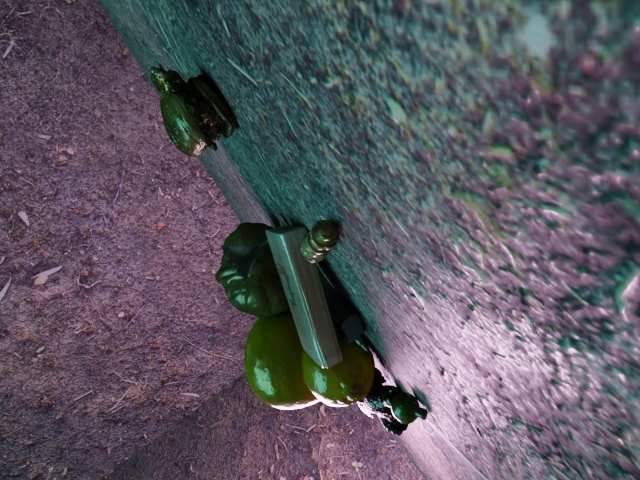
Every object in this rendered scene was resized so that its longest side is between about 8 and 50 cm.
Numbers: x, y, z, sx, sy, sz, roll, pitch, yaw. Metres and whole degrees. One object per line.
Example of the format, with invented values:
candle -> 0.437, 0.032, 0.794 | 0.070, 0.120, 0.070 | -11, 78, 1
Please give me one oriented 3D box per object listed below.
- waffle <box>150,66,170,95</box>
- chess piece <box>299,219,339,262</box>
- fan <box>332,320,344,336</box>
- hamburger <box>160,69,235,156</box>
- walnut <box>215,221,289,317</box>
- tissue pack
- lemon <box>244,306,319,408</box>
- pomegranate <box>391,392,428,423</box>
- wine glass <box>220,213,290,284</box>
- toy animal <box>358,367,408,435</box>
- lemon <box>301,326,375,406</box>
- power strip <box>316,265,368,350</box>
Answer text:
waffle -> -0.562, -0.540, 1.662 | 0.223, 0.054, 0.204 | 60, 170, -28
chess piece -> -0.001, 0.000, 0.765 | 0.060, 0.060, 0.172 | 55, 168, 4
fan -> 0.031, 0.196, 1.069 | 0.083, 0.004, 0.056 | 55, 172, 8
hamburger -> -0.269, -0.269, 0.930 | 0.185, 0.131, 0.159 | 62, 166, -14
walnut -> -0.189, 0.091, 1.389 | 0.253, 0.282, 0.277 | 17, 165, -7
tissue pack -> -0.041, 0.125, 1.057 | 0.170, 0.071, 0.326 | 13, 120, 69
lemon -> -0.092, 0.376, 1.469 | 0.348, 0.348, 0.348 | 53, 170, 14
pomegranate -> 0.205, 0.389, 1.043 | 0.084, 0.073, 0.073 | -36, 89, 44
wine glass -> -0.158, 0.016, 1.186 | 0.122, 0.182, 0.122 | 55, 168, 17
toy animal -> 0.171, 0.455, 1.254 | 0.219, 0.116, 0.179 | 60, 172, 13
lemon -> 0.047, 0.341, 1.224 | 0.204, 0.204, 0.260 | 59, 172, -22
power strip -> 0.043, 0.178, 1.142 | 0.253, 0.054, 0.168 | 48, 170, 39
